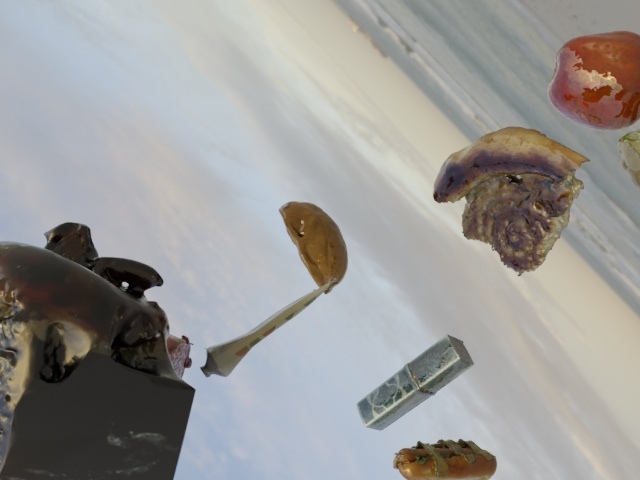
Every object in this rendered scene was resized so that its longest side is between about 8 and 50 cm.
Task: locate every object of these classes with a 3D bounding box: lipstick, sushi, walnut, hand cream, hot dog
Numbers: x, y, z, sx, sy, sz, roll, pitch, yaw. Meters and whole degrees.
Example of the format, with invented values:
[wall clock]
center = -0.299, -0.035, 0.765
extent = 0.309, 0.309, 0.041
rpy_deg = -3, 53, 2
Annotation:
[lipstick]
center = 0.208, 0.328, 1.420
extent = 0.076, 0.290, 0.077
rpy_deg = 25, -150, -43
[sushi]
center = -0.259, 0.093, 0.586
extent = 0.216, 0.212, 0.227
rpy_deg = 6, -167, -36
[walnut]
center = 0.003, 0.000, 1.267
extent = 0.211, 0.087, 0.167
rpy_deg = 63, -171, 24
[hand cream]
center = -0.053, 0.088, 0.653
extent = 0.037, 0.165, 0.057
rpy_deg = 56, 164, 1
[hot dog]
center = 0.265, 0.468, 1.336
extent = 0.270, 0.072, 0.109
rpy_deg = 10, -175, -29

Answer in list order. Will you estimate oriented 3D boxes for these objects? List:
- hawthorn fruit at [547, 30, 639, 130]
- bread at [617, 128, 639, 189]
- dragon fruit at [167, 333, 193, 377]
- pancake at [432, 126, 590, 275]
[hawthorn fruit]
center = 0.494, -0.282, 1.103
extent = 0.189, 0.189, 0.189
rpy_deg = 42, -164, -15
[bread]
center = 0.486, -0.109, 0.909
extent = 0.157, 0.083, 0.094
rpy_deg = -101, -7, -46
[dragon fruit]
center = -0.364, 0.214, 1.176
extent = 0.212, 0.134, 0.262
rpy_deg = 18, 180, 1
[pancake]
center = 0.252, -0.074, 0.885
extent = 0.056, 0.257, 0.212
rpy_deg = -24, -124, -29
